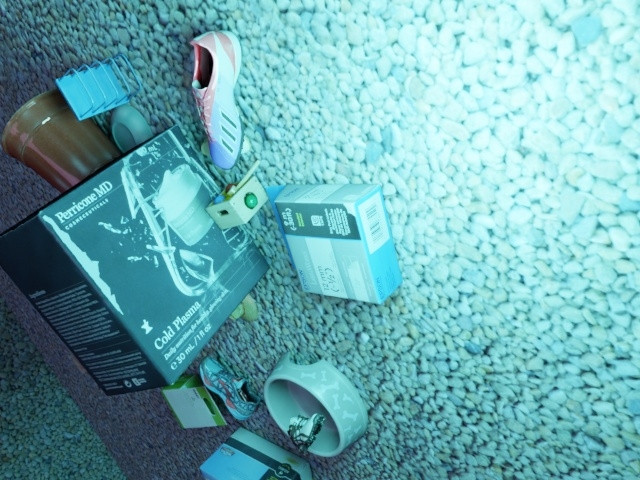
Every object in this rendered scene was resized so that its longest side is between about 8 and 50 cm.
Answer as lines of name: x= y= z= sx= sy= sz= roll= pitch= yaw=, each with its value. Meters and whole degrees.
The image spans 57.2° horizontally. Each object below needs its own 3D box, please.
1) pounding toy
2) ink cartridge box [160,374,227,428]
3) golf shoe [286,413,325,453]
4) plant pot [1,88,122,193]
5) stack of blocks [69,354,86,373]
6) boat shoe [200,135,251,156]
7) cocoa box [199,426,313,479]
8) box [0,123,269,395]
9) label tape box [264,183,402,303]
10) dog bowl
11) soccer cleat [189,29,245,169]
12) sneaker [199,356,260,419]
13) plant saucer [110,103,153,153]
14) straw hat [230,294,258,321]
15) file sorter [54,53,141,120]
pounding toy: x=-0.203 y=-0.114 z=1.483 sx=0.141 sy=0.130 sz=0.100 roll=-11 pitch=122 yaw=46
ink cartridge box: x=-0.463 y=0.616 z=2.255 sx=0.255 sy=0.097 sz=0.189 roll=-15 pitch=107 yaw=35
golf shoe: x=-0.051 y=0.539 z=1.684 sx=0.094 sy=0.077 sz=0.198 roll=39 pitch=136 yaw=15
plant pot: x=-0.741 y=-0.261 z=1.754 sx=0.265 sy=0.272 sz=0.272 roll=43 pitch=138 yaw=4
stack of blocks: x=-0.766 y=0.360 z=2.188 sx=0.087 sy=0.297 sz=0.171 roll=53 pitch=140 yaw=-1
boat shoe: x=-0.252 y=-0.235 z=1.479 sx=0.170 sy=0.059 sz=0.063 roll=2 pitch=119 yaw=41
cocoa box: x=-0.223 y=0.886 z=2.125 sx=0.347 sy=0.228 sz=0.232 roll=12 pitch=126 yaw=36
box: x=-0.452 y=0.045 z=1.481 sx=0.297 sy=0.480 sz=0.472 roll=-19 pitch=112 yaw=37
label tape box: x=0.000 y=0.000 z=1.379 sx=0.347 sy=0.115 sz=0.249 roll=3 pitch=120 yaw=39
dog bowl: x=-0.028 y=0.503 z=1.773 sx=0.348 sy=0.102 sz=0.349 roll=23 pitch=131 yaw=29
soccer cleat: x=-0.244 y=-0.310 z=1.338 sx=0.108 sy=0.116 sz=0.318 roll=19 pitch=119 yaw=29
sneaker: x=-0.306 y=0.493 z=2.042 sx=0.262 sy=0.104 sz=0.125 roll=48 pitch=122 yaw=-2
plant saucer: x=-0.565 y=-0.305 z=1.730 sx=0.195 sy=0.037 sz=0.195 roll=24 pitch=133 yaw=29
straw hat: x=-0.265 y=0.206 z=1.805 sx=0.144 sy=0.061 sz=0.145 roll=23 pitch=131 yaw=29
file sorter: x=-0.589 y=-0.416 z=1.572 sx=0.104 sy=0.170 sz=0.118 roll=-17 pitch=106 yaw=44
